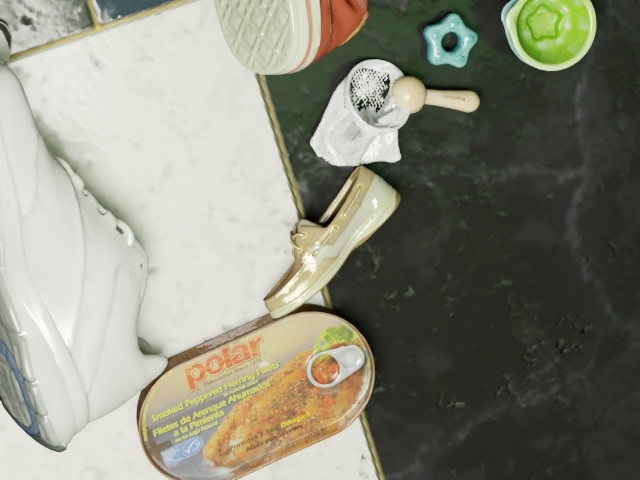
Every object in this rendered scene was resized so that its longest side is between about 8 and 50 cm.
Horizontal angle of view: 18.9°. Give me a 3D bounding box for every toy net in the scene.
[{"bbox_3d":[0.087,-0.140,1.442,0.232,0.045,0.122,-34,109,-3],"label":"toy net"}]

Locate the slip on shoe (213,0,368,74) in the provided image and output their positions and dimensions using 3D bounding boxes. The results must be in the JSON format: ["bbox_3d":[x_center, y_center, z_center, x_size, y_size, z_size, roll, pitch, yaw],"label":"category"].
[{"bbox_3d":[-0.032,-0.285,1.354,0.101,0.123,0.331,-20,105,-42],"label":"slip on shoe"}]

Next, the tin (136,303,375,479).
[{"bbox_3d":[-0.051,0.117,1.480,0.189,0.040,0.106,-23,112,-7],"label":"tin"}]

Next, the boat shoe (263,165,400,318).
[{"bbox_3d":[0.000,0.000,1.458,0.045,0.050,0.135,45,82,-14],"label":"boat shoe"}]

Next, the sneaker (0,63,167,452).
[{"bbox_3d":[-0.197,0.003,1.386,0.129,0.111,0.297,-27,122,-27],"label":"sneaker"}]

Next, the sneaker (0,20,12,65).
[{"bbox_3d":[-0.244,-0.118,1.373,0.032,0.037,0.083,28,95,-16],"label":"sneaker"}]
